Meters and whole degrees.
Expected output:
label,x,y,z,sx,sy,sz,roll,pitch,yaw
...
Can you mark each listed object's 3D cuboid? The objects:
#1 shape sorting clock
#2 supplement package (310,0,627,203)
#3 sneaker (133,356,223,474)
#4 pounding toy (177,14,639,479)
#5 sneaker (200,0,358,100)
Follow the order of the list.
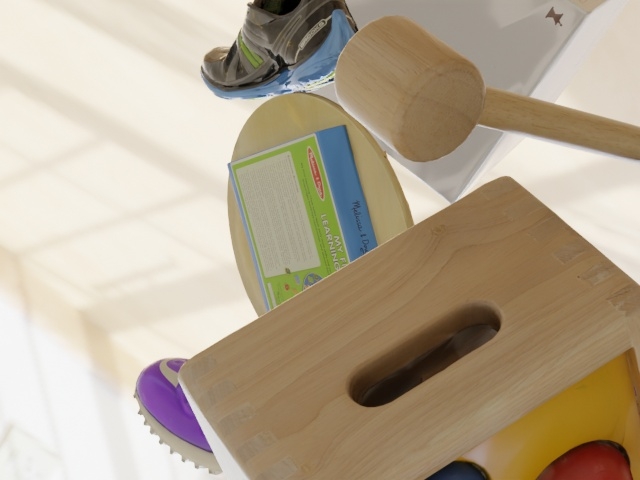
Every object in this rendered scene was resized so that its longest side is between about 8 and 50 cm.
label,x,y,z,sx,sy,sz,roll,pitch,yaw
shape sorting clock,0.000,0.000,1.066,0.206,0.040,0.206,30,127,49
supplement package,0.128,-0.195,1.343,0.198,0.262,0.199,38,117,8
sneaker,-0.011,0.124,1.224,0.293,0.102,0.146,21,113,25
pounding toy,0.058,0.034,0.479,0.094,0.181,0.206,47,163,47
sneaker,-0.028,-0.143,1.115,0.188,0.067,0.078,-7,94,60
